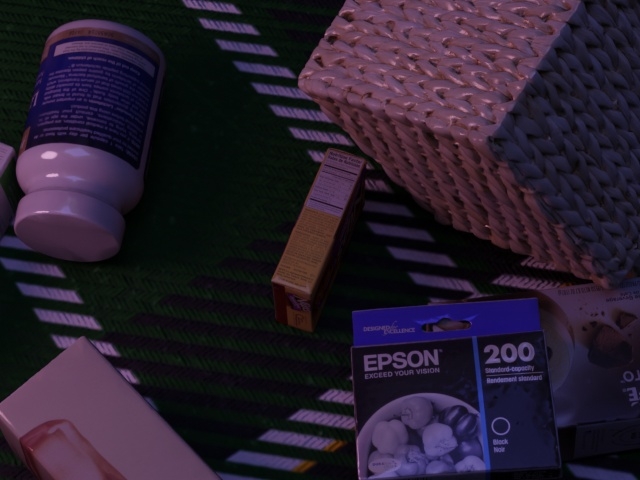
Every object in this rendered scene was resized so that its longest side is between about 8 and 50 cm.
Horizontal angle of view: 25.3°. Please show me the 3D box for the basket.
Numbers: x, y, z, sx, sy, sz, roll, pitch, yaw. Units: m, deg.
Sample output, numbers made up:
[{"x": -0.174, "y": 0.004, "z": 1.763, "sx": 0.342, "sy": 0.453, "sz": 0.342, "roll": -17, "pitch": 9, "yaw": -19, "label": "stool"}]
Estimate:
[{"x": 0.213, "y": -0.165, "z": 1.541, "sx": 0.328, "sy": 0.331, "sz": 0.266, "roll": 24, "pitch": 77, "yaw": 46, "label": "basket"}]

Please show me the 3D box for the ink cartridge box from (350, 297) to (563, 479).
[{"x": 0.136, "y": 0.151, "z": 1.479, "sx": 0.206, "sy": 0.045, "sz": 0.208, "roll": -5, "pitch": 61, "yaw": 3, "label": "ink cartridge box"}]

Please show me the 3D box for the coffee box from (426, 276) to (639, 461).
[{"x": 0.275, "y": 0.146, "z": 1.566, "sx": 0.297, "sy": 0.119, "sz": 0.168, "roll": -7, "pitch": 62, "yaw": -1, "label": "coffee box"}]

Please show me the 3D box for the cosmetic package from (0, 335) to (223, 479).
[{"x": -0.194, "y": 0.263, "z": 1.499, "sx": 0.129, "sy": 0.153, "sz": 0.296, "roll": -39, "pitch": 67, "yaw": -19, "label": "cosmetic package"}]

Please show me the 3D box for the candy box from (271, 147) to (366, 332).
[{"x": 0.000, "y": 0.000, "z": 1.656, "sx": 0.053, "sy": 0.109, "sz": 0.186, "roll": 19, "pitch": 64, "yaw": 11, "label": "candy box"}]

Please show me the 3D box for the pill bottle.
[{"x": -0.276, "y": -0.117, "z": 1.698, "sx": 0.153, "sy": 0.153, "sz": 0.264, "roll": 5, "pitch": 62, "yaw": 4, "label": "pill bottle"}]

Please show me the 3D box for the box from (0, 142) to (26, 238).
[{"x": -0.417, "y": -0.069, "z": 1.704, "sx": 0.102, "sy": 0.101, "sz": 0.087, "roll": 21, "pitch": 65, "yaw": 12, "label": "box"}]

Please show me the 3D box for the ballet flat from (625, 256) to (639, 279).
[{"x": 0.426, "y": -0.015, "z": 1.669, "sx": 0.232, "sy": 0.073, "sz": 0.080, "roll": -43, "pitch": 102, "yaw": -15, "label": "ballet flat"}]
